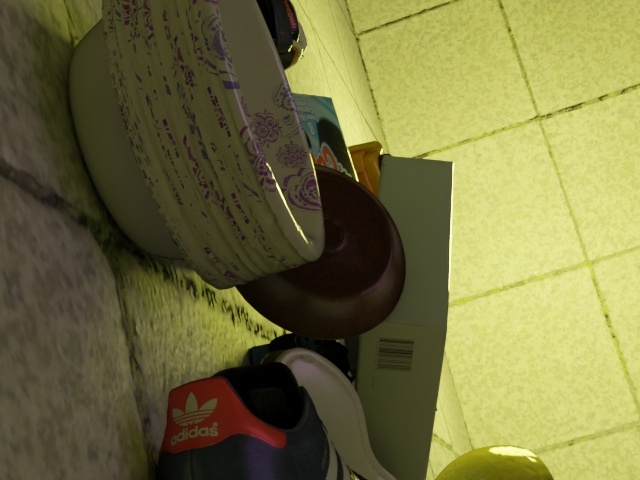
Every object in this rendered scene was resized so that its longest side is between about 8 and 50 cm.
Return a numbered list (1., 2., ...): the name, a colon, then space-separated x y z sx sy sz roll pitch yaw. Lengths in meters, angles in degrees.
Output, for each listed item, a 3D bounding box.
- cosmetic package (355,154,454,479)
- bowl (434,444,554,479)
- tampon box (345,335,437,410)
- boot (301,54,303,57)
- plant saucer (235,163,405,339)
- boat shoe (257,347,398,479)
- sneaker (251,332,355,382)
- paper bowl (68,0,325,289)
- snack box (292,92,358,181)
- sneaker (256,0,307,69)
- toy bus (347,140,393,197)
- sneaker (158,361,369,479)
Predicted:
1. cosmetic package: 0.094 0.133 1.275 0.284 0.097 0.377 -83 176 -49
2. bowl: 0.240 0.466 1.724 0.156 0.289 0.290 13 46 -26
3. tampon box: 0.112 0.200 1.732 0.120 0.101 0.161 -97 166 -49
4. boot: -0.089 -0.358 1.726 0.197 0.072 0.152 -63 130 -81
5. plant saucer: 0.000 0.000 1.047 0.036 0.198 0.199 127 -45 -55
6. boat shoe: 0.002 0.225 1.109 0.109 0.091 0.305 -49 127 -28
7. sneaker: 0.001 0.161 1.211 0.232 0.090 0.081 52 23 -63
8. paper bowl: -0.107 -0.098 0.901 0.284 0.148 0.284 -18 90 -80
9. snack box: -0.049 -0.075 1.216 0.322 0.060 0.187 -11 83 -65
10. sneaker: -0.101 -0.273 1.319 0.321 0.127 0.126 -10 84 -79
11. toy bus: 0.059 -0.032 1.804 0.220 0.149 0.211 68 26 -14
12. sneaker: -0.030 0.179 0.886 0.350 0.131 0.148 42 37 -71
